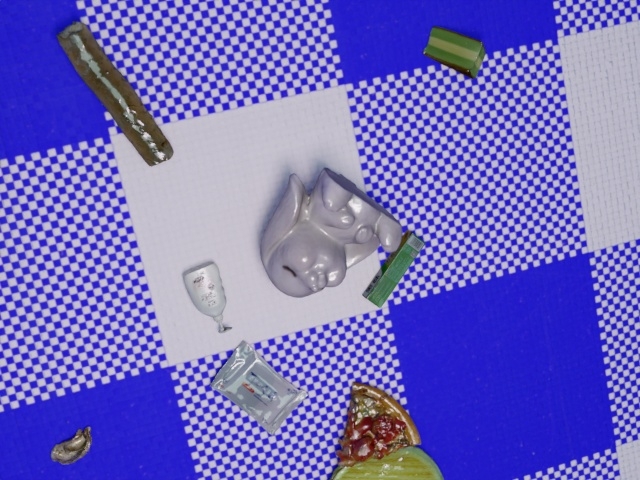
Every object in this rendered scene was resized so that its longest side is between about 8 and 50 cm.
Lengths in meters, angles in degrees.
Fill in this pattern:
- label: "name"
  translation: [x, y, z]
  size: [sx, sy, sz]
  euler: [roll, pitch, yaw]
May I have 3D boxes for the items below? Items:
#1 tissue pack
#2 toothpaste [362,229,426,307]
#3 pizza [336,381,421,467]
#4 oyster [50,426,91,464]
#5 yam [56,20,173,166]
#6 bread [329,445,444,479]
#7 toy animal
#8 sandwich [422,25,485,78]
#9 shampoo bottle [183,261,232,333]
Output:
- label: "tissue pack"
  translation: [-0.135, 0.323, 1.874]
  size: [0.193, 0.026, 0.123]
  euler: [42, 88, -16]
- label: "toothpaste"
  translation: [0.161, 0.062, 1.896]
  size: [0.043, 0.037, 0.179]
  euler: [35, 90, -20]
- label: "pizza"
  translation: [0.116, 0.434, 1.905]
  size: [0.201, 0.053, 0.193]
  euler: [34, 80, -2]
- label: "oyster"
  translation: [-0.519, 0.430, 1.809]
  size: [0.083, 0.038, 0.081]
  euler: [1, 73, 14]
- label: "yam"
  translation: [-0.401, -0.284, 1.690]
  size: [0.071, 0.067, 0.317]
  euler: [-39, 107, -18]
- label: "bread"
  translation: [0.148, 0.603, 1.980]
  size: [0.301, 0.045, 0.302]
  euler: [-2, 101, -11]
- label: "toy animal"
  translation: [0.000, 0.000, 1.780]
  size: [0.271, 0.206, 0.265]
  euler: [29, 105, -35]
- label: "sandwich"
  translation: [0.290, -0.406, 1.864]
  size: [0.116, 0.074, 0.074]
  euler: [24, 94, 16]
- label: "shampoo bottle"
  translation: [-0.231, 0.126, 1.810]
  size: [0.077, 0.045, 0.152]
  euler: [-20, 104, -10]
